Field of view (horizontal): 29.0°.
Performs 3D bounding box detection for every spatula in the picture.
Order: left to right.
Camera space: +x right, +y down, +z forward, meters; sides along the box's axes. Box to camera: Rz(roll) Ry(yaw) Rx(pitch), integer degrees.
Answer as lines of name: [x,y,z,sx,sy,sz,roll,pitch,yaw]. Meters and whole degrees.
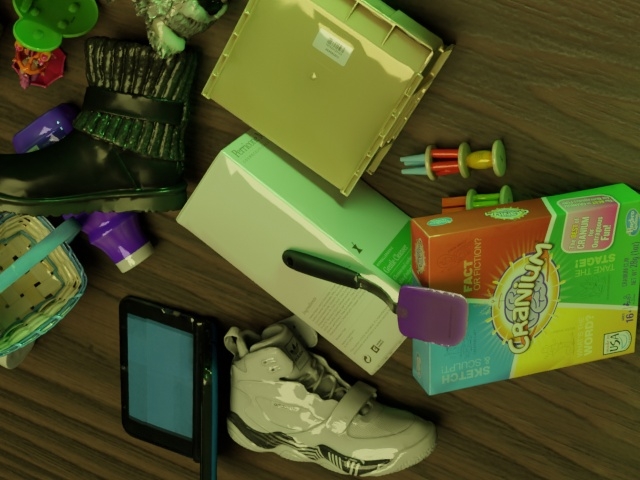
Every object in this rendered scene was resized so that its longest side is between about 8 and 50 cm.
spatula: [0.065,0.066,1.645,0.296,0.030,0.084,22,126,35]

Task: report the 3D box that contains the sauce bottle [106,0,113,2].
sauce bottle: [-0.334,-0.420,1.853,0.042,0.042,0.128,-16,109,30]

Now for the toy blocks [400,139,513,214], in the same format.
toy blocks: [0.193,-0.080,1.768,0.148,0.054,0.123,-2,112,25]

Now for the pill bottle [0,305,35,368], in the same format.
pill bottle: [-0.622,0.137,2.200,0.221,0.121,0.121,26,122,11]

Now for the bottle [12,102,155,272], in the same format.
bottle: [-0.374,-0.080,2.001,0.118,0.092,0.283,-31,99,26]

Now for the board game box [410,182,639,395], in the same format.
board game box: [0.281,0.066,1.682,0.317,0.064,0.242,-10,116,-15]

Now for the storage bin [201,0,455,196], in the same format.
storage bin: [0.010,-0.245,1.732,0.262,0.123,0.260,36,122,5]

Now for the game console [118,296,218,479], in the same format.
game console: [-0.259,0.276,2.081,0.173,0.250,0.293,0,117,-5]

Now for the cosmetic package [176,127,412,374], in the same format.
cosmetic package: [0.000,0.000,1.811,0.365,0.197,0.155,38,123,2]

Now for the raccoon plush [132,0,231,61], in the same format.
raccoon plush: [-0.301,-0.455,1.732,0.446,0.216,0.299,27,133,17]

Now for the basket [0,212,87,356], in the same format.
basket: [-0.500,0.064,2.006,0.201,0.255,0.289,51,164,-1]

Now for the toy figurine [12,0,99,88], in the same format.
toy figurine: [-0.428,-0.292,1.899,0.130,0.173,0.159,23,136,-7]

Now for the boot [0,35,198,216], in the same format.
boot: [-0.359,-0.179,1.860,0.348,0.131,0.260,-2,108,-10]

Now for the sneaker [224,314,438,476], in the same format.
sneaker: [0.004,0.242,1.956,0.366,0.137,0.210,5,119,26]

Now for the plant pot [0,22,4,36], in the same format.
plant pot: [-0.653,-0.359,1.919,0.293,0.274,0.275,32,124,-12]
